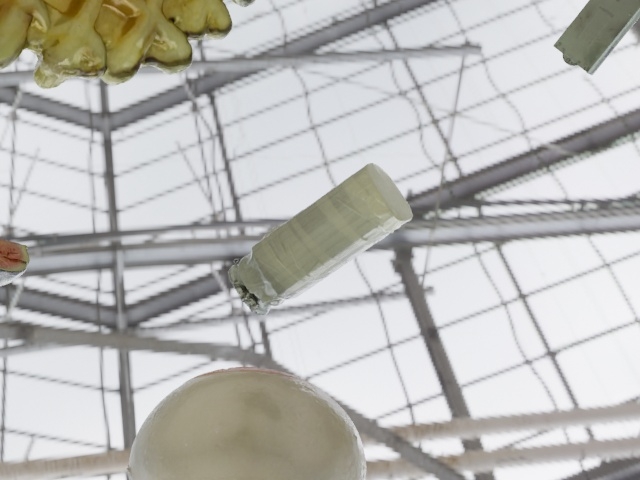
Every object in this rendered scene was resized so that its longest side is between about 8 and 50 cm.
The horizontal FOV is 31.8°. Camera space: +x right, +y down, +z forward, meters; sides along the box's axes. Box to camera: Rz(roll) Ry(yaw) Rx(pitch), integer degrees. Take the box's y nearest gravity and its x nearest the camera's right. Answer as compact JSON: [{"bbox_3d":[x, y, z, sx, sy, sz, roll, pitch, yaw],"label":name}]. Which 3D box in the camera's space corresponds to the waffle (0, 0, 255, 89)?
[{"bbox_3d":[-0.142,-0.216,0.681,0.056,0.250,0.261,-12,-166,43],"label":"waffle"}]

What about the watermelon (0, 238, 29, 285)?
[{"bbox_3d":[-0.529,0.039,1.809,0.069,0.086,0.163,13,179,36],"label":"watermelon"}]

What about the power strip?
[{"bbox_3d":[0.281,-0.222,1.071,0.051,0.136,0.019,45,-162,27],"label":"power strip"}]

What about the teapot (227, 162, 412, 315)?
[{"bbox_3d":[0.000,0.000,1.219,0.077,0.200,0.107,57,-161,5],"label":"teapot"}]

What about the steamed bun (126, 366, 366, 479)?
[{"bbox_3d":[-0.084,0.246,1.337,0.283,0.283,0.177,3,-116,-1],"label":"steamed bun"}]
